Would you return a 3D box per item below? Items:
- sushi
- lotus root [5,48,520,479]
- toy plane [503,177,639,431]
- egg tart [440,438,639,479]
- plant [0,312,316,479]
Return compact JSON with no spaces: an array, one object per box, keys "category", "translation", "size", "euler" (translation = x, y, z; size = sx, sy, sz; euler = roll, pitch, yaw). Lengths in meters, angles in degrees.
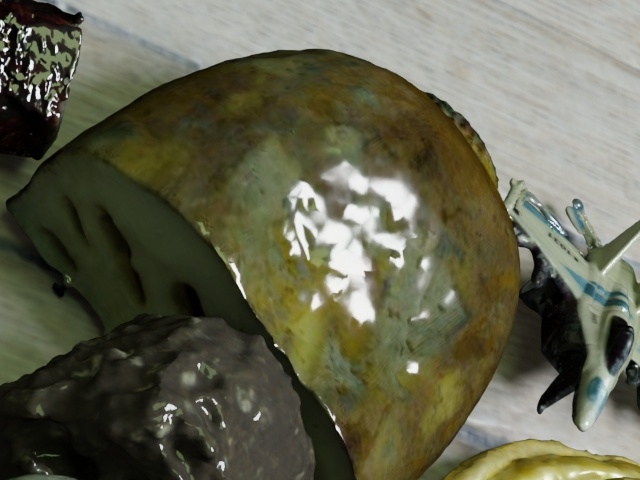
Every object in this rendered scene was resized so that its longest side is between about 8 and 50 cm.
[{"category":"sushi","translation":[-0.181,-0.093,1.077],"size":[0.084,0.098,0.094],"euler":[12,75,-21]},{"category":"lotus root","translation":[0.015,0.004,1.097],"size":[0.260,0.149,0.267],"euler":[-34,86,-40]},{"category":"toy plane","translation":[0.162,0.060,1.174],"size":[0.192,0.088,0.262],"euler":[49,33,-7]},{"category":"egg tart","translation":[0.171,0.237,1.073],"size":[0.290,0.115,0.290],"euler":[14,56,-22]},{"category":"plant","translation":[-0.122,0.150,0.915],"size":[0.274,0.149,0.146],"euler":[-48,118,-42]}]
